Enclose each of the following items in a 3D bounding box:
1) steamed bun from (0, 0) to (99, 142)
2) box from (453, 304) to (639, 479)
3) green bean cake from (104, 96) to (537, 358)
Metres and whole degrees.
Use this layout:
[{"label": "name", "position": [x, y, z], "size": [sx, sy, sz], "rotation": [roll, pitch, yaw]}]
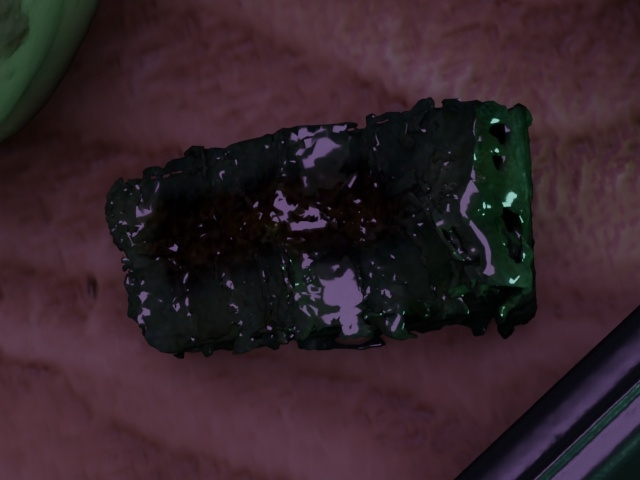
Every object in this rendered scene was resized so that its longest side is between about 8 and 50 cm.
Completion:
[{"label": "steamed bun", "position": [-0.209, -0.179, 0.939], "size": [0.324, 0.219, 0.310], "rotation": [-7, 96, 47]}, {"label": "box", "position": [0.109, 0.110, 0.915], "size": [0.230, 0.160, 0.050], "rotation": [-44, 74, 0]}, {"label": "green bean cake", "position": [0.000, 0.000, 0.930], "size": [0.208, 0.193, 0.107], "rotation": [-5, 87, 7]}]
